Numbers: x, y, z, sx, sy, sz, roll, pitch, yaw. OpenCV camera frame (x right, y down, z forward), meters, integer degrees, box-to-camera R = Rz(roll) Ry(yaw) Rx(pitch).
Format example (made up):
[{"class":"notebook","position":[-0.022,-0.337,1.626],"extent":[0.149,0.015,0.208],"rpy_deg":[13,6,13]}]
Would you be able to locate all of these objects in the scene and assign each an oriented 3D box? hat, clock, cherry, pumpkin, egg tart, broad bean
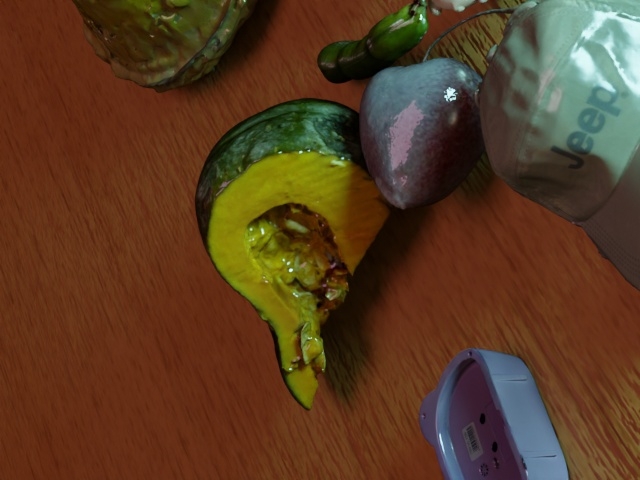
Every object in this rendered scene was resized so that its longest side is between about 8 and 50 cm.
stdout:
[{"class":"hat","position":[0.214,-0.083,1.209],"extent":[0.245,0.149,0.214],"rpy_deg":[-104,31,-64]},{"class":"clock","position":[0.147,0.175,1.369],"extent":[0.110,0.050,0.153],"rpy_deg":[-48,49,42]},{"class":"cherry","position":[0.110,-0.102,1.393],"extent":[0.188,0.115,0.148],"rpy_deg":[-7,40,47]},{"class":"pumpkin","position":[0.000,-0.001,1.539],"extent":[0.139,0.190,0.281],"rpy_deg":[-102,-14,-61]},{"class":"egg tart","position":[-0.204,-0.387,1.825],"extent":[0.443,0.178,0.443],"rpy_deg":[-6,83,54]},{"class":"broad bean","position":[0.047,-0.180,1.499],"extent":[0.256,0.052,0.053],"rpy_deg":[165,114,-74]}]

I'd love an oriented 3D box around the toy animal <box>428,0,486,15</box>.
[{"class":"toy animal","position":[0.145,-0.244,1.400],"extent":[0.091,0.082,0.114],"rpy_deg":[6,77,24]}]
